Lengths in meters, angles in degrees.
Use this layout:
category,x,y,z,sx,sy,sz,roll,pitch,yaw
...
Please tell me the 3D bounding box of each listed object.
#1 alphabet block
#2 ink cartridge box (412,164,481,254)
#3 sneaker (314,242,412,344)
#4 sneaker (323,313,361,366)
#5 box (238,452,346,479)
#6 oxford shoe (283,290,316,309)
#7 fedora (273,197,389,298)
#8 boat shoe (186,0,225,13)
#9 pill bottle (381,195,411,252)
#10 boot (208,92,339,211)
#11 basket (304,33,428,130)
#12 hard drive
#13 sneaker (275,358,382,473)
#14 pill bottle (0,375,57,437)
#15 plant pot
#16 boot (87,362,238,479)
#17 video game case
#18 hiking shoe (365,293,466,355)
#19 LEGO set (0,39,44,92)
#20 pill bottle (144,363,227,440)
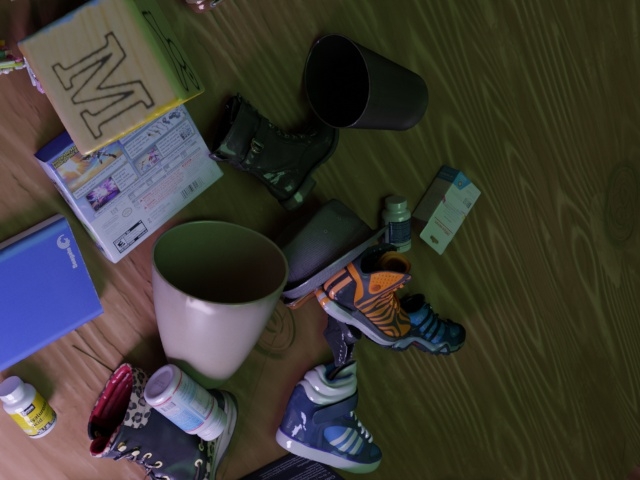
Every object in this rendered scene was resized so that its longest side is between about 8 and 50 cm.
category,x,y,z,sx,sy,sz,roll,pitch,yaw
alphabet block,-0.322,-0.272,1.552,0.193,0.192,0.197,-27,100,10
ink cartridge box,0.286,-0.071,2.303,0.104,0.061,0.181,39,82,-42
sneaker,0.144,0.115,2.101,0.180,0.125,0.321,-41,146,17
sneaker,0.033,0.189,2.191,0.051,0.089,0.170,-18,76,-50
box,-0.071,0.660,2.147,0.343,0.312,0.179,-20,120,-32
oxford shoe,0.013,0.099,2.131,0.212,0.076,0.076,-32,110,-26
fedora,0.000,0.000,2.026,0.275,0.243,0.124,-40,98,-33
boat shoe,-0.122,-0.516,1.752,0.324,0.122,0.120,-32,132,-15
pill bottle,0.172,-0.038,2.219,0.067,0.067,0.120,-21,120,-32
boot,-0.088,-0.207,1.901,0.229,0.091,0.263,41,55,-28
basket,0.104,-0.301,1.990,0.227,0.204,0.154,7,142,-48
hard drive,-0.553,0.116,1.703,0.318,0.040,0.210,-31,125,-26
sneaker,0.064,0.396,2.269,0.322,0.130,0.236,22,97,-37
pill bottle,-0.535,0.300,1.780,0.065,0.065,0.116,-42,129,-18
plant pot,-0.211,0.144,1.887,0.256,0.256,0.274,-15,134,-35
boot,-0.331,0.441,1.932,0.284,0.138,0.377,32,73,-41
video game case,-0.337,-0.136,1.762,0.269,0.061,0.244,-42,131,-19
hiking shoe,0.250,0.197,2.351,0.304,0.113,0.132,7,104,-41
LEGO set,-0.548,-0.222,1.519,0.287,0.107,0.132,-38,128,-21
pill bottle,-0.253,0.312,1.868,0.087,0.087,0.160,-51,122,-11
